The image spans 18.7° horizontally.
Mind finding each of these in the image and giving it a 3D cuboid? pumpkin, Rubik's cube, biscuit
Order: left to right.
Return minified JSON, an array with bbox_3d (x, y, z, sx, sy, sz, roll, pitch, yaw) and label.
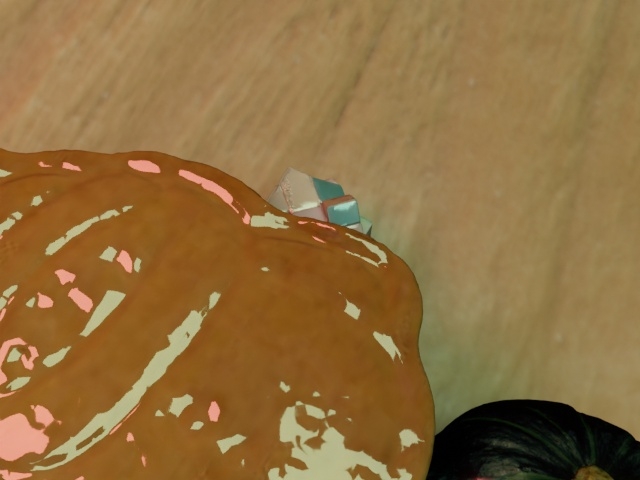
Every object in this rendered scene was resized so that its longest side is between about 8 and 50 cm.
[{"bbox_3d":[-0.114,0.092,1.097,0.351,0.057,0.312,26,69,11],"label":"biscuit"},{"bbox_3d":[-0.001,0.001,1.201,0.073,0.075,0.084,29,81,12],"label":"Rubik's cube"},{"bbox_3d":[0.137,0.179,1.155,0.194,0.150,0.194,11,65,-25],"label":"pumpkin"}]
